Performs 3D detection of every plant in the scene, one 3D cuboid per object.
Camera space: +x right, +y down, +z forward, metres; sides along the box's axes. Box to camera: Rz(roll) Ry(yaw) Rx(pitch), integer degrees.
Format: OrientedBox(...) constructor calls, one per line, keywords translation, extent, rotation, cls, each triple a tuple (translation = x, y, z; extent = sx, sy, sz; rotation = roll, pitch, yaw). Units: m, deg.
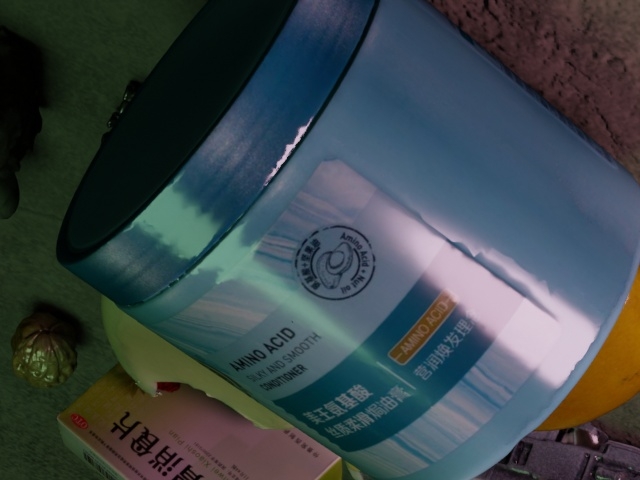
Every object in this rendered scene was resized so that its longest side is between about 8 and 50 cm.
OrientedBox(translation=(-0.355, -0.086, 1.895), extent=(0.149, 0.146, 0.274), rotation=(24, 149, 1), cls="plant")

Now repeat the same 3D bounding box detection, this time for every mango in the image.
OrientedBox(translation=(0.215, 0.084, 1.723), extent=(0.175, 0.139, 0.254), rotation=(20, 149, -30), cls="mango")

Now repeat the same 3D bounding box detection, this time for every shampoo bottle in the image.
OrientedBox(translation=(0.027, -0.020, 1.531), extent=(0.343, 0.331, 0.331), rotation=(36, 148, -18), cls="shampoo bottle")

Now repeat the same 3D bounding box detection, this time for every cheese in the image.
OrientedBox(translation=(-0.094, 0.086, 1.973), extent=(0.266, 0.127, 0.233), rotation=(25, 149, 7), cls="cheese")

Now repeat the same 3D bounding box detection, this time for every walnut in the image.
OrientedBox(translation=(-0.317, 0.127, 2.251), extent=(0.079, 0.082, 0.096), rotation=(50, 151, 25), cls="walnut")

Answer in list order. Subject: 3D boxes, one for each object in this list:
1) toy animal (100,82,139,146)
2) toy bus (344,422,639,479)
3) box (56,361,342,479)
OrientedBox(translation=(-0.174, -0.093, 1.846), extent=(0.065, 0.047, 0.135), rotation=(25, 144, -12), cls="toy animal")
OrientedBox(translation=(0.187, 0.237, 2.008), extent=(0.343, 0.097, 0.138), rotation=(15, 149, 21), cls="toy bus")
OrientedBox(translation=(-0.128, 0.221, 2.078), extent=(0.260, 0.175, 0.062), rotation=(38, 154, 22), cls="box")
